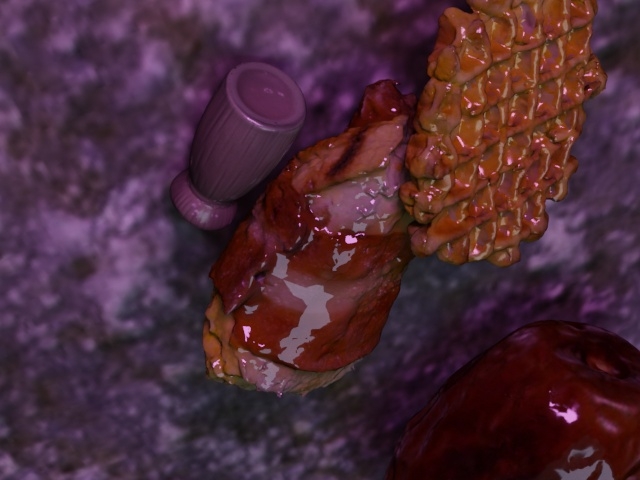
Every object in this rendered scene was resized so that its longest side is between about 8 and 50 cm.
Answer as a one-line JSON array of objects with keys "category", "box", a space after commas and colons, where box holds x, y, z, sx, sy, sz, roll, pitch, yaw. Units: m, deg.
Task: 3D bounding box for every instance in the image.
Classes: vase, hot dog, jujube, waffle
[{"category": "vase", "box": [-0.050, -0.052, 1.079, 0.053, 0.053, 0.101, 3, 142, -29]}, {"category": "hot dog", "box": [0.000, 0.000, 1.120, 0.213, 0.103, 0.146, -60, 154, 14]}, {"category": "jujube", "box": [0.143, 0.168, 1.363, 0.183, 0.183, 0.243, 7, 126, -32]}, {"category": "waffle", "box": [0.107, -0.071, 1.075, 0.191, 0.038, 0.191, -29, 131, -40]}]
